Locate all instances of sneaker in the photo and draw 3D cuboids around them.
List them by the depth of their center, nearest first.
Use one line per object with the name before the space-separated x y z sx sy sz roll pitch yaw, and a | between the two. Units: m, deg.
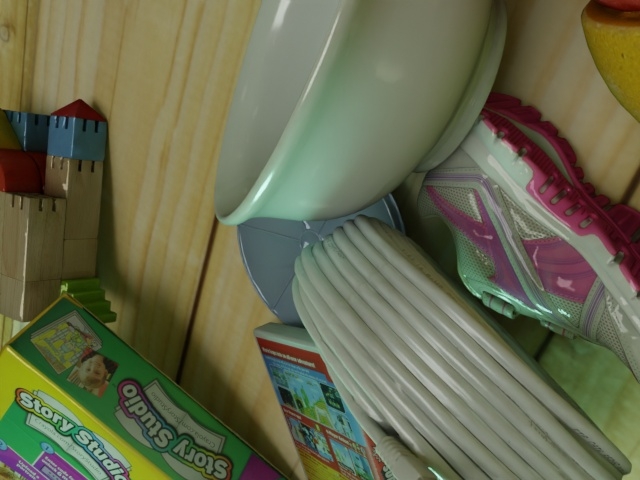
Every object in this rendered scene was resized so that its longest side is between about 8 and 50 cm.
sneaker | 0.168 0.014 0.477 0.252 0.103 0.111 54 132 20

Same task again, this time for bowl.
bowl | 0.034 -0.134 0.465 0.134 0.298 0.298 18 123 -17

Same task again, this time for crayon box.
crayon box | -0.243 0.283 0.783 0.363 0.106 0.313 41 125 -5

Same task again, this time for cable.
cable | 0.088 0.085 0.454 0.089 0.257 0.257 -46 55 8

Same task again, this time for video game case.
video game case | 0.025 0.217 0.616 0.204 0.025 0.285 -6 105 66

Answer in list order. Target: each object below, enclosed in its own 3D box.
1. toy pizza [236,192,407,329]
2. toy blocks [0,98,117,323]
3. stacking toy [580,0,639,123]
toy pizza | 0.000 0.000 0.633 0.201 0.032 0.201 12 110 35
toy blocks | -0.413 -0.059 0.856 0.381 0.190 0.261 11 98 33
stacking toy | 0.217 -0.149 0.301 0.350 0.350 0.480 1 120 37
